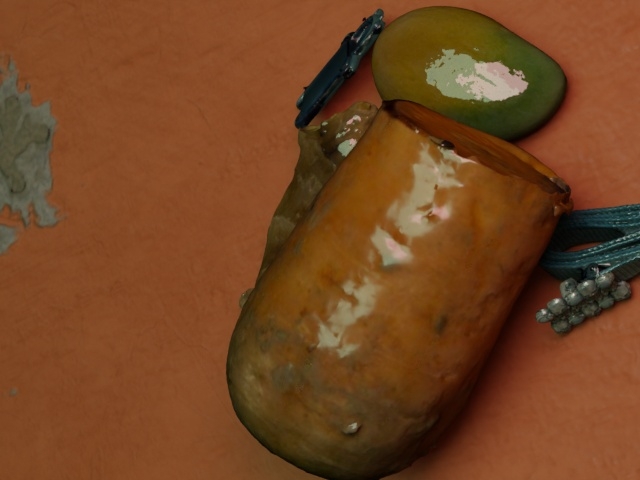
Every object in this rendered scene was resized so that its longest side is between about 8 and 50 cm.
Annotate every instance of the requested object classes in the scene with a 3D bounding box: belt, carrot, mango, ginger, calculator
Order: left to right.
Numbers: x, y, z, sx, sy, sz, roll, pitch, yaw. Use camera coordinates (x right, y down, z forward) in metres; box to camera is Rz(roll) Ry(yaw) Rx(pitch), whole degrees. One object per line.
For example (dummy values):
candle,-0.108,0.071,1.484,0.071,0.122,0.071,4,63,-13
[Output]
ginger,0.000,0.000,1.762,0.131,0.086,0.295,29,105,22
calculator,0.020,-0.173,1.781,0.141,0.019,0.094,-50,16,23
carrot,0.061,0.049,1.619,0.224,0.224,0.341,37,108,30
mango,0.139,-0.156,1.699,0.194,0.092,0.130,8,84,23
belt,0.277,0.013,1.601,0.179,0.065,0.100,-17,64,28
